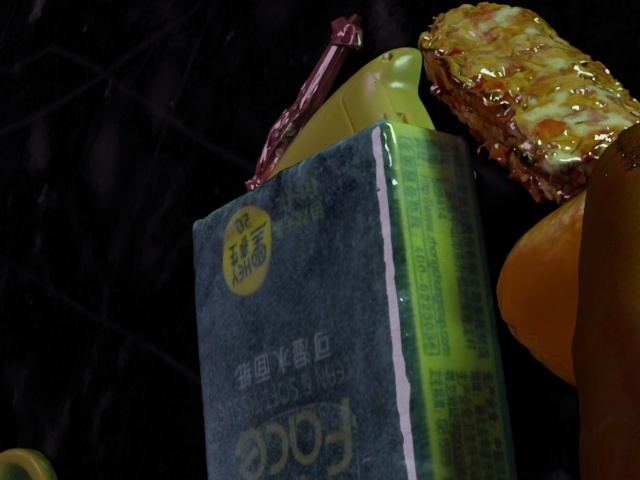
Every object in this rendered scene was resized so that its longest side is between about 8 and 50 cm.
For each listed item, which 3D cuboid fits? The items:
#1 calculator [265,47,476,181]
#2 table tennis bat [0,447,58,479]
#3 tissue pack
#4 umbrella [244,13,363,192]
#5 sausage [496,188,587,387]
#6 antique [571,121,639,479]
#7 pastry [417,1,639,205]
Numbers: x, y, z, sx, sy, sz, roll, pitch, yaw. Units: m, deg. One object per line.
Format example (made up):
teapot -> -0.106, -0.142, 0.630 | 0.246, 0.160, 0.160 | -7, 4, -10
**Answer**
calculator -> 0.000, 0.000, 0.919 | 0.236, 0.033, 0.157 | -53, 40, 31
table tennis bat -> -0.262, 0.318, 1.160 | 0.198, 0.050, 0.321 | -22, 54, 48
tissue pack -> 0.016, 0.088, 0.783 | 0.185, 0.081, 0.257 | -26, 64, 50
umbrella -> -0.017, -0.077, 0.986 | 0.165, 0.025, 0.027 | -60, 14, 17
sausage -> 0.172, -0.003, 0.613 | 0.238, 0.098, 0.098 | -32, 51, 42
antique -> 0.153, 0.096, 0.501 | 0.223, 0.129, 0.278 | -54, -41, -77
pastry -> 0.109, -0.061, 0.744 | 0.169, 0.087, 0.063 | -122, 23, -49
